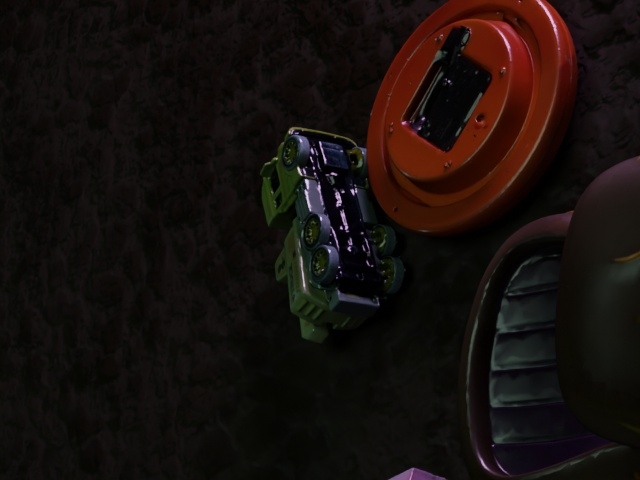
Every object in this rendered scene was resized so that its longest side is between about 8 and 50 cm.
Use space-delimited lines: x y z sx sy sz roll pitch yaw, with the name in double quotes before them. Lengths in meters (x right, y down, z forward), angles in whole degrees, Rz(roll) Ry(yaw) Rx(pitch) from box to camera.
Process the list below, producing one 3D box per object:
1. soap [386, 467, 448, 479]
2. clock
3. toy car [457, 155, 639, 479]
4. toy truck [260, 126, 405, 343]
"soap" 0.066 0.234 1.300 0.056 0.100 0.149 -34 47 34
"clock" 0.111 -0.101 1.465 0.205 0.051 0.205 -26 53 41
"toy car" 0.203 0.069 1.111 0.341 0.240 0.271 -13 62 47
"toy truck" 0.000 0.000 1.526 0.100 0.077 0.169 -51 41 39
